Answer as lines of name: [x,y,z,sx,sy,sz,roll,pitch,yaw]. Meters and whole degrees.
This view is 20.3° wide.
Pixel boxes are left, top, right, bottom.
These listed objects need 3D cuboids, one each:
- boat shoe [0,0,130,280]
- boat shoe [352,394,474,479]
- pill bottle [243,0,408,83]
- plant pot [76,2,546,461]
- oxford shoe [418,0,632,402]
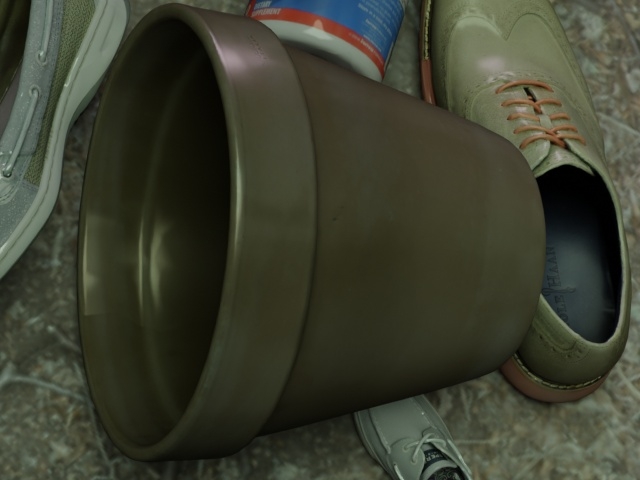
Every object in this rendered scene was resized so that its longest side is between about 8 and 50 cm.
boat shoe: [-0.250,-0.087,1.360,0.103,0.118,0.320,40,62,-35]
boat shoe: [0.084,0.178,1.381,0.066,0.063,0.184,-22,79,-15]
pill bottle: [0.019,-0.233,1.462,0.124,0.124,0.222,19,71,-4]
plant pot: [0.000,0.000,1.317,0.280,0.323,0.323,3,73,-25]
oxford shoe: [0.178,-0.078,1.429,0.140,0.146,0.397,-12,76,-12]
